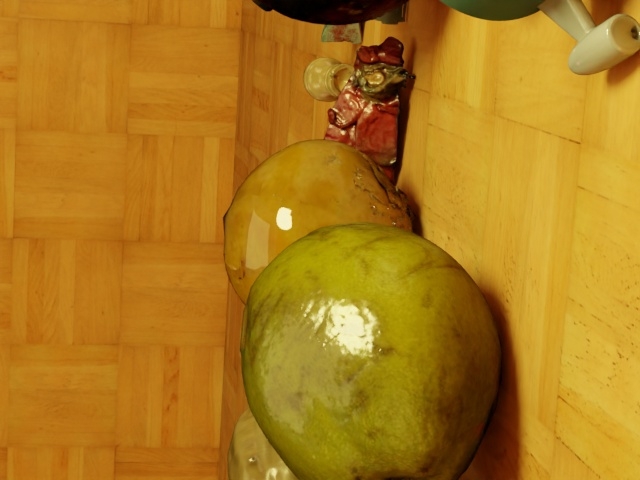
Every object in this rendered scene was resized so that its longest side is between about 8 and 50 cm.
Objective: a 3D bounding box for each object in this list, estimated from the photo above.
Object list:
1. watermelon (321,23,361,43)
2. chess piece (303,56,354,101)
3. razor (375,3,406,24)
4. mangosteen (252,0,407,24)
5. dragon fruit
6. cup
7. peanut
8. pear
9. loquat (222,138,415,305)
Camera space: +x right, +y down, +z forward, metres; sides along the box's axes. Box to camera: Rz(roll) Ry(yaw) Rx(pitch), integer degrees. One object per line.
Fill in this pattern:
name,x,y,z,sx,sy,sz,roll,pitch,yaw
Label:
watermelon,0.044,-0.305,2.068,0.061,0.085,0.085,52,176,-11
chess piece,0.021,-0.228,2.122,0.122,0.066,0.066,-151,63,-71
razor,0.085,-0.320,1.872,0.135,0.040,0.068,-98,14,-70
mangosteen,0.016,-0.384,1.611,0.311,0.311,0.311,-178,90,-79
dragon fruit,0.081,-0.161,1.827,0.092,0.122,0.192,36,131,28
cup,0.164,-0.270,1.114,0.300,0.167,0.173,64,155,4
peanut,-0.037,0.387,2.037,0.192,0.169,0.387,80,-177,-59
pear,0.048,0.117,1.430,0.321,0.269,0.269,-106,20,-44
loquat,0.000,0.000,1.739,0.235,0.235,0.235,-178,90,-79
